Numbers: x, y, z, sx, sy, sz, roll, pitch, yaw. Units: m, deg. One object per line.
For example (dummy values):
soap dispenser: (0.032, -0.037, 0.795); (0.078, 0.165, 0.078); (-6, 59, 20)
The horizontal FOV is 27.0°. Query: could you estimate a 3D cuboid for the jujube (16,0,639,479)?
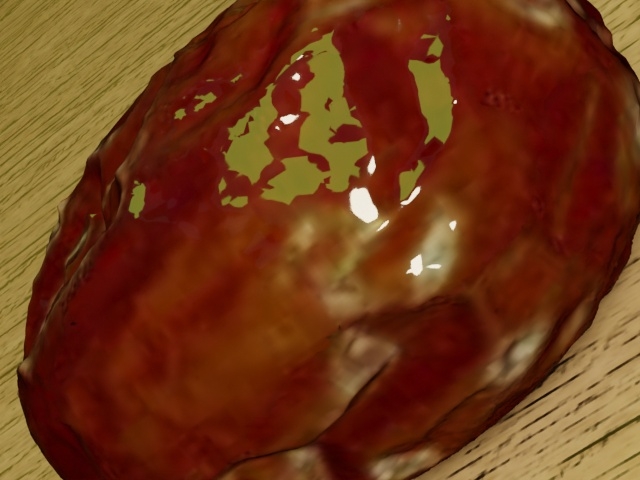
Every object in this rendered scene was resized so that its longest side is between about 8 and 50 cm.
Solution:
jujube: (0.001, 0.000, 0.740); (0.377, 0.276, 0.276); (-46, 35, 24)
